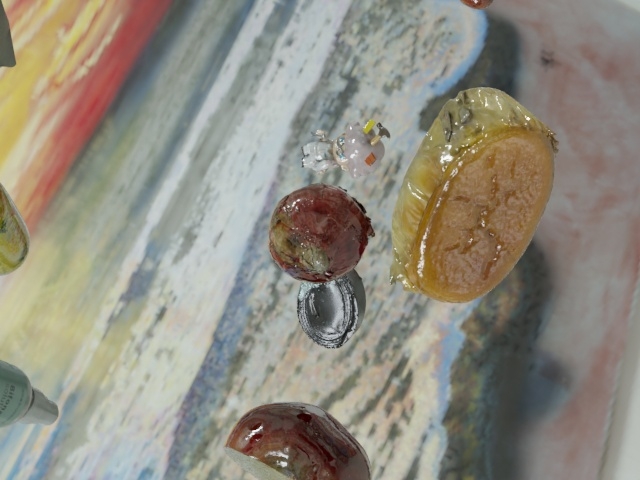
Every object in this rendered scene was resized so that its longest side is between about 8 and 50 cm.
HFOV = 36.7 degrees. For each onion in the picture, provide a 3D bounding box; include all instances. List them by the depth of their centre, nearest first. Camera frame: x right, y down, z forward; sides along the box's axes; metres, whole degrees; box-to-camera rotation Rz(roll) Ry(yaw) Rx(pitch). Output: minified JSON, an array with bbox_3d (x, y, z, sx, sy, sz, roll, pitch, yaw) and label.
[{"bbox_3d":[0.000,0.000,1.621,0.184,0.184,0.147,-60,21,25],"label":"onion"}]

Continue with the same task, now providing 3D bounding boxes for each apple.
[{"bbox_3d":[-0.037,0.529,2.212,0.295,0.328,0.365,-26,-32,0],"label":"apple"}]

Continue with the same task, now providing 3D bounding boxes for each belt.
[{"bbox_3d":[0.023,0.138,2.169,0.078,0.151,0.198,-34,-52,-66],"label":"belt"}]

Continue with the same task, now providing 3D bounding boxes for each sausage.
[{"bbox_3d":[-0.575,-0.028,1.646,0.347,0.123,0.123,103,-169,-70],"label":"sausage"}]

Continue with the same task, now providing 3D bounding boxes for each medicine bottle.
[{"bbox_3d":[-0.543,0.251,1.591,0.110,0.110,0.352,-64,-24,-12],"label":"medicine bottle"}]

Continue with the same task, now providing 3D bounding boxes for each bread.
[{"bbox_3d":[0.270,-0.069,1.695,0.183,0.236,0.388,56,137,47],"label":"bread"}]

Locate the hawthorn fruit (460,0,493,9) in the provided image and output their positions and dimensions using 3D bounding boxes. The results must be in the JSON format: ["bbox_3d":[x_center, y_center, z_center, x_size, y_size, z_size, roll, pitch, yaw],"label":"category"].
[{"bbox_3d":[0.288,-0.463,1.780,0.077,0.077,0.077,-62,6,11],"label":"hawthorn fruit"}]

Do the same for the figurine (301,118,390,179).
[{"bbox_3d":[0.064,-0.209,2.281,0.112,0.229,0.137,34,-128,-65],"label":"figurine"}]

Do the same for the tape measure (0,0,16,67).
[{"bbox_3d":[-0.819,-0.479,2.094,0.262,0.138,0.259,-37,-65,-64],"label":"tape measure"}]
